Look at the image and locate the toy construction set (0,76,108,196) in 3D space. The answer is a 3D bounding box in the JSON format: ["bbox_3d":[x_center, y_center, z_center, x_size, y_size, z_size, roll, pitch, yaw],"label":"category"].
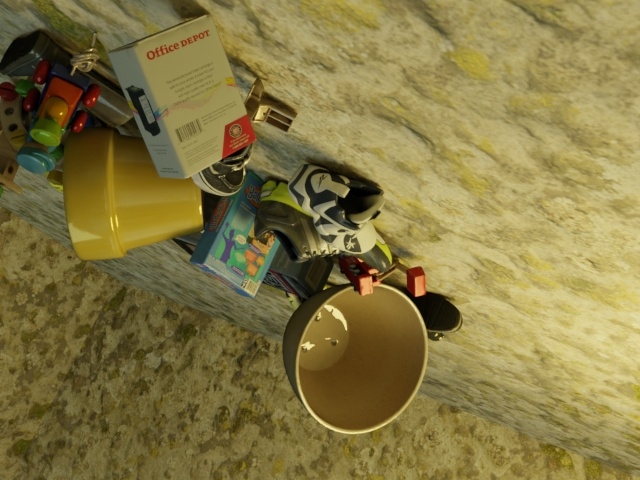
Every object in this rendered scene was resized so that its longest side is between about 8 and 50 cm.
[{"bbox_3d":[-0.579,-0.186,1.459,0.257,0.237,0.309,28,163,-13],"label":"toy construction set"}]

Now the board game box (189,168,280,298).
[{"bbox_3d":[-0.150,-0.013,1.433,0.047,0.210,0.160,9,157,43],"label":"board game box"}]

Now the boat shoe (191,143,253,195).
[{"bbox_3d":[-0.162,-0.157,1.197,0.102,0.108,0.301,21,157,19],"label":"boat shoe"}]

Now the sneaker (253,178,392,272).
[{"bbox_3d":[0.000,0.000,1.413,0.299,0.121,0.111,26,165,-8],"label":"sneaker"}]

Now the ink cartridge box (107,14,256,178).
[{"bbox_3d":[-0.176,-0.186,0.934,0.072,0.127,0.175,7,124,48],"label":"ink cartridge box"}]

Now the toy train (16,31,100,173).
[{"bbox_3d":[-0.425,-0.218,1.165,0.105,0.143,0.248,24,147,-22],"label":"toy train"}]

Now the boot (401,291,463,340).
[{"bbox_3d":[0.268,0.190,1.722,0.236,0.085,0.178,9,162,44],"label":"boot"}]

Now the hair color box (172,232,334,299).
[{"bbox_3d":[-0.174,0.018,1.751,0.374,0.114,0.185,19,164,23],"label":"hair color box"}]

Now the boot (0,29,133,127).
[{"bbox_3d":[-0.453,-0.281,1.294,0.189,0.076,0.208,7,163,46],"label":"boot"}]

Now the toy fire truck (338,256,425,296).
[{"bbox_3d":[0.125,0.064,1.500,0.135,0.047,0.192,-12,-154,-13],"label":"toy fire truck"}]

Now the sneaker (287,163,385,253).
[{"bbox_3d":[0.063,-0.038,1.244,0.153,0.094,0.235,21,156,46],"label":"sneaker"}]

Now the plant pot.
[{"bbox_3d":[-0.346,-0.093,1.387,0.238,0.254,0.254,-3,165,-6],"label":"plant pot"}]

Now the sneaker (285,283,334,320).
[{"bbox_3d":[0.052,0.201,1.955,0.384,0.145,0.147,8,158,42],"label":"sneaker"}]

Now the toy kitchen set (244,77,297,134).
[{"bbox_3d":[-0.073,-0.185,1.033,0.075,0.083,0.068,26,123,-6],"label":"toy kitchen set"}]

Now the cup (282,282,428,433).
[{"bbox_3d":[0.044,0.241,1.643,0.331,0.331,0.237,32,171,-26],"label":"cup"}]

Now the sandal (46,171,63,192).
[{"bbox_3d":[-0.594,-0.120,1.925,0.138,0.126,0.317,14,163,20],"label":"sandal"}]

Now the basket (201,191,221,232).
[{"bbox_3d":[-0.272,-0.086,1.561,0.167,0.113,0.103,25,167,1],"label":"basket"}]

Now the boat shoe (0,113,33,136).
[{"bbox_3d":[-0.721,-0.248,1.703,0.302,0.113,0.103,11,165,42],"label":"boat shoe"}]
